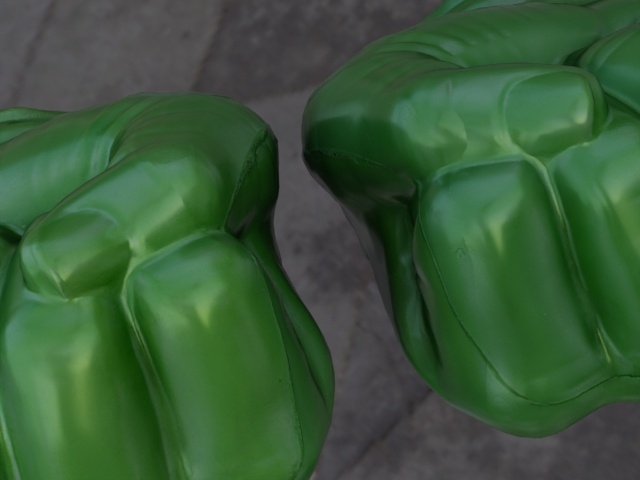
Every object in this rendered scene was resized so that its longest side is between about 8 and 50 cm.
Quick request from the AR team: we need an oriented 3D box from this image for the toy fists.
[{"bbox_3d":[0.000,0.000,0.414,0.279,0.096,0.142,-16,28,-6],"label":"toy fists"}]
